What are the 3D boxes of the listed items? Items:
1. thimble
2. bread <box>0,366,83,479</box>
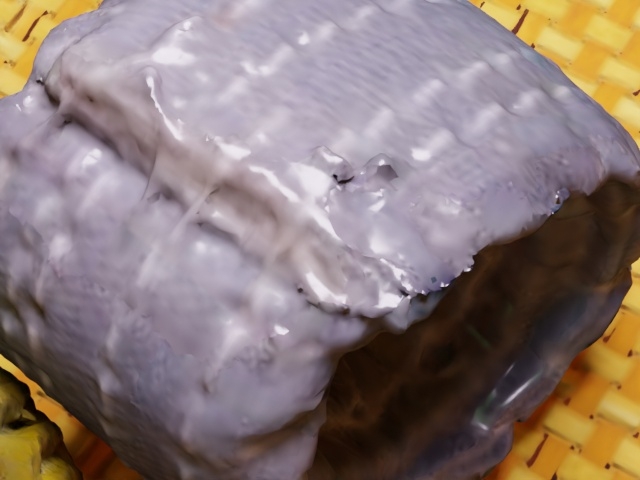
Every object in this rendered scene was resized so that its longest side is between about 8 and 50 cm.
[{"bbox_3d":[0.000,0.000,0.708,0.172,0.236,0.205,36,99,25],"label":"thimble"},{"bbox_3d":[-0.195,0.141,0.664,0.227,0.142,0.253,6,85,0],"label":"bread"}]
